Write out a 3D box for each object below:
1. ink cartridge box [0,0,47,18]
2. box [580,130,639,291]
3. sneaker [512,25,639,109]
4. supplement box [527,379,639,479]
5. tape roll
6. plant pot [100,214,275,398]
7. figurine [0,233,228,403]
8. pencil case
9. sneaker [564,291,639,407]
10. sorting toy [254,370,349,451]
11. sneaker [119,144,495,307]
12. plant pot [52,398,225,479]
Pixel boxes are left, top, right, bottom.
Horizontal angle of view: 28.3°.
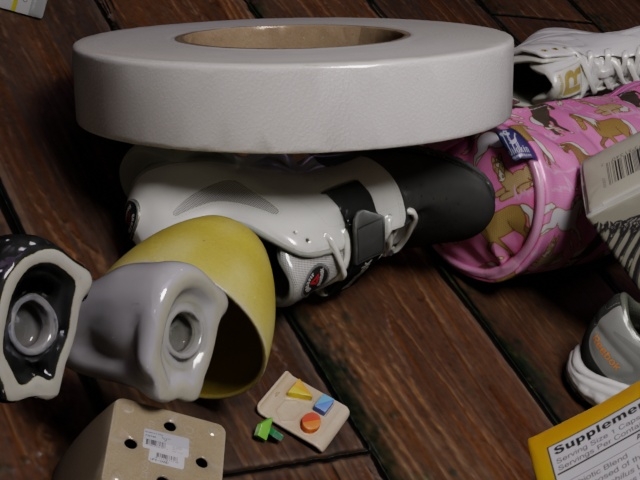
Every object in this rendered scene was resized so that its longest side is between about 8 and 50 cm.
[{"bbox_3d":[-0.359,-0.302,1.239,0.209,0.109,0.062,14,35,-17],"label":"ink cartridge box"},{"bbox_3d":[0.352,0.024,1.162,0.275,0.113,0.094,48,27,-25],"label":"box"},{"bbox_3d":[0.332,-0.189,1.473,0.293,0.108,0.169,3,23,38],"label":"sneaker"},{"bbox_3d":[0.280,0.240,0.766,0.195,0.194,0.356,51,17,-22],"label":"supplement box"},{"bbox_3d":[-0.023,-0.147,1.123,0.392,0.072,0.392,-1,16,0],"label":"tape roll"},{"bbox_3d":[-0.086,0.036,0.935,0.134,0.134,0.095,26,46,0],"label":"plant pot"},{"bbox_3d":[-0.201,0.045,0.807,0.209,0.092,0.215,5,-4,33],"label":"figurine"},{"bbox_3d":[0.268,-0.072,1.298,0.386,0.167,0.160,-12,34,-44],"label":"pencil case"},{"bbox_3d":[0.356,0.127,1.108,0.272,0.108,0.100,19,30,5],"label":"sneaker"},{"bbox_3d":[-0.017,0.135,0.971,0.062,0.012,0.083,32,35,8],"label":"sorting toy"},{"bbox_3d":[0.000,0.000,1.076,0.331,0.122,0.146,0,47,-15],"label":"sneaker"},{"bbox_3d":[-0.111,0.164,0.799,0.109,0.096,0.109,17,36,-13],"label":"plant pot"}]
